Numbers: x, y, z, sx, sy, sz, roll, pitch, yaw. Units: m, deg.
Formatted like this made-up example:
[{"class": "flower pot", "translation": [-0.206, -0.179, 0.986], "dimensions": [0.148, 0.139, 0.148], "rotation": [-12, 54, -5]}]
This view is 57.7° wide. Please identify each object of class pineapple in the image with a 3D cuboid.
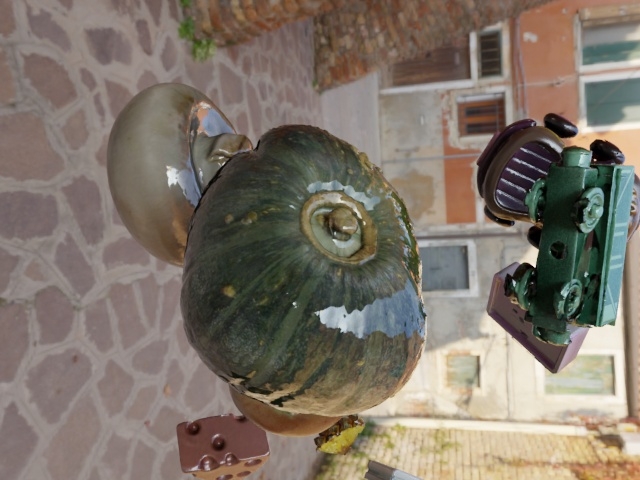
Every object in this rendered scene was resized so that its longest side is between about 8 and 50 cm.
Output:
[{"class": "pineapple", "translation": [0.036, 0.397, 1.215], "dimensions": [0.077, 0.114, 0.114], "rotation": [62, -7, -19]}]

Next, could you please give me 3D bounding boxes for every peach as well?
[{"class": "peach", "translation": [-0.041, 0.187, 0.966], "dimensions": [0.252, 0.253, 0.252], "rotation": [-2, 90, -77]}]

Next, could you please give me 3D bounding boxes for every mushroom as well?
[{"class": "mushroom", "translation": [-0.230, -0.128, 1.119], "dimensions": [0.362, 0.295, 0.362], "rotation": [-9, 90, -75]}]

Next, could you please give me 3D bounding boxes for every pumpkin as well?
[{"class": "pumpkin", "translation": [-0.014, 0.032, 0.676], "dimensions": [0.257, 0.292, 0.327], "rotation": [-43, -152, 48]}]

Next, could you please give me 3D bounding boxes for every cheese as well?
[{"class": "cheese", "translation": [-0.208, 0.478, 1.381], "dimensions": [0.203, 0.177, 0.128], "rotation": [53, 15, -51]}]

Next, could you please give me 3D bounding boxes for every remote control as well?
[{"class": "remote control", "translation": [0.240, 0.587, 1.352], "dimensions": [0.103, 0.277, 0.055], "rotation": [-13, -129, 60]}]

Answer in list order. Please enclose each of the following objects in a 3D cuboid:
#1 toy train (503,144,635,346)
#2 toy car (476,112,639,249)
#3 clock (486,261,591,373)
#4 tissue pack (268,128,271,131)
[{"class": "toy train", "translation": [0.340, 0.005, 0.799], "dimensions": [0.154, 0.115, 0.269], "rotation": [-9, 104, -46]}, {"class": "toy car", "translation": [0.488, -0.097, 1.197], "dimensions": [0.271, 0.341, 0.240], "rotation": [-62, 174, 21]}, {"class": "clock", "translation": [0.437, 0.156, 1.185], "dimensions": [0.197, 0.063, 0.150], "rotation": [46, -23, 36]}, {"class": "tissue pack", "translation": [-0.103, -0.168, 1.469], "dimensions": [0.156, 0.148, 0.209], "rotation": [69, 43, -71]}]
